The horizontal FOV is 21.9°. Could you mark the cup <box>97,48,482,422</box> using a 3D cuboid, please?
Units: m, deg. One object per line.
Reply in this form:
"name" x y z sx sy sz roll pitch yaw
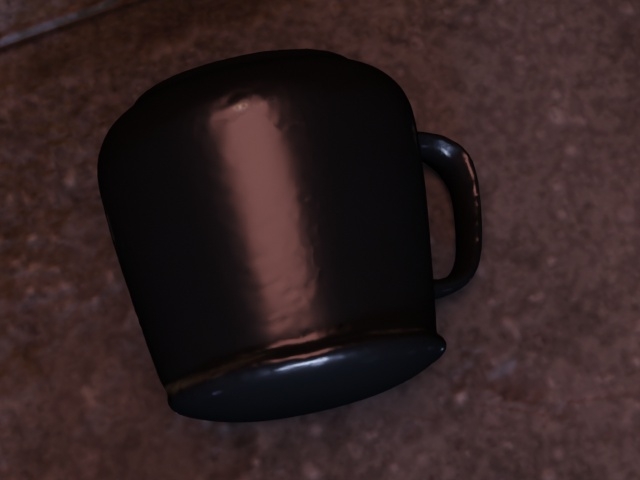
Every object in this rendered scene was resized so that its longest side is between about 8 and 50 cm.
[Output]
"cup" 0.000 0.000 0.874 0.223 0.169 0.176 -3 73 -33
